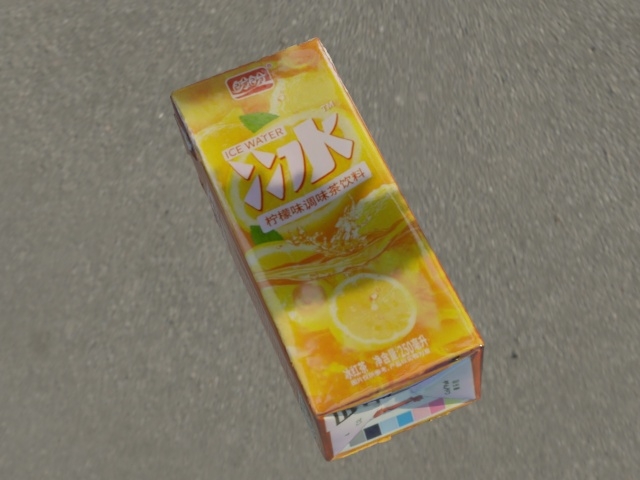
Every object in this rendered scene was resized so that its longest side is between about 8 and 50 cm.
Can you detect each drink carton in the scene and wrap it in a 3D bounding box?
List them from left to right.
[{"bbox_3d":[0.000,0.000,0.709,0.096,0.222,0.071,-21,150,-7],"label":"drink carton"}]
